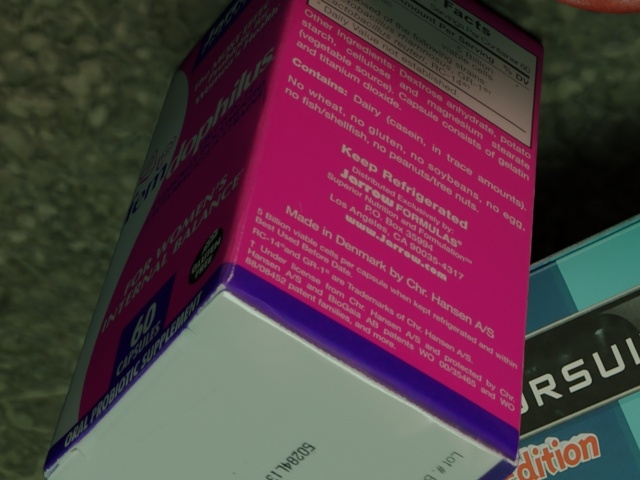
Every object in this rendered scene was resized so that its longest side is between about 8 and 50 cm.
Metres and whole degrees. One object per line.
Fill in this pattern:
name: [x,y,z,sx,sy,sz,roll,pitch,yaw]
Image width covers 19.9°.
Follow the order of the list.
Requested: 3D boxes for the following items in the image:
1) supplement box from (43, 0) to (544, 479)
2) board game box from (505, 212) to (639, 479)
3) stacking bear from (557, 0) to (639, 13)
supplement box: [0.000,0.000,0.633,0.114,0.220,0.111,32,128,-16]
board game box: [0.119,0.178,0.702,0.253,0.079,0.336,-26,80,22]
stacking bear: [0.065,-0.191,0.505,0.175,0.164,0.289,-9,133,18]
